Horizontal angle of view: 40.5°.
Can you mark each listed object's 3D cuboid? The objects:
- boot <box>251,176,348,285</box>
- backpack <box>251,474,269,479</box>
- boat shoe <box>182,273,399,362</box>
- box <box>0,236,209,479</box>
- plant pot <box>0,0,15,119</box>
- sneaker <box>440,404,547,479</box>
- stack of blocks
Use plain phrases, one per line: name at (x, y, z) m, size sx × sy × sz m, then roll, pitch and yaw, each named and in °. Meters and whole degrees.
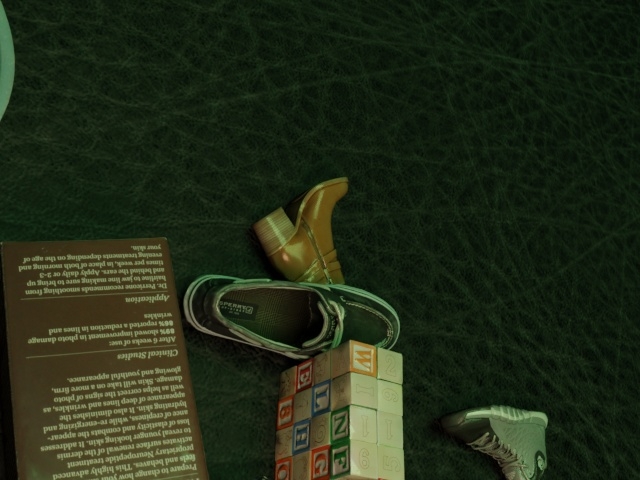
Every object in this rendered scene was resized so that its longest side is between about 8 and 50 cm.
boot at (0.000, 0.000, 1.320) m, size 0.197 × 0.073 × 0.152 m, roll -35°, pitch 95°, yaw -33°
backpack at (-0.119, 0.346, 1.030) m, size 0.120 × 0.101 × 0.098 m, roll -4°, pitch 65°, yaw -30°
boat shoe at (-0.020, 0.117, 1.191) m, size 0.335 × 0.119 × 0.121 m, roll 8°, pitch 90°, yaw -28°
box at (-0.239, 0.193, 0.937) m, size 0.191 × 0.143 × 0.381 m, roll -1°, pitch 61°, yaw -25°
plant pot at (-0.506, -0.118, 0.795) m, size 0.341 × 0.334 × 0.341 m, roll 18°, pitch 58°, yaw -31°
sneaker at (0.289, 0.334, 1.372) m, size 0.229 × 0.086 × 0.132 m, roll 11°, pitch 65°, yaw -35°
stack of blocks at (0.021, 0.298, 1.117) m, size 0.087 × 0.171 × 0.297 m, roll 19°, pitch 58°, yaw -30°
